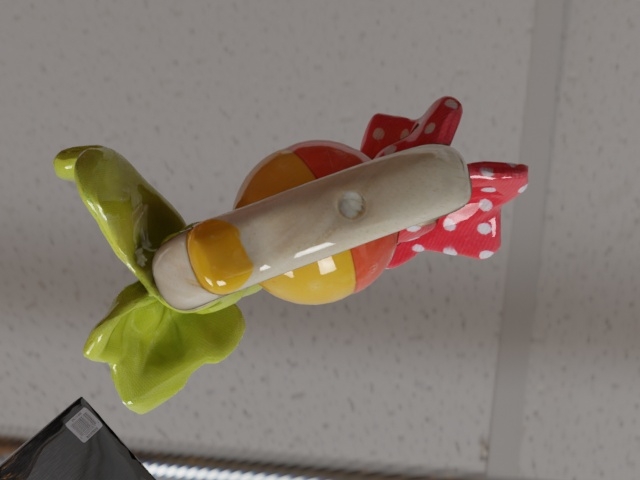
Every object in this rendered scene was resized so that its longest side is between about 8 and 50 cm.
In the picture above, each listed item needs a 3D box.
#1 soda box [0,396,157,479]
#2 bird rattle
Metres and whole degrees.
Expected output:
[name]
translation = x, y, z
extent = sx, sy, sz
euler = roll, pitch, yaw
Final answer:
[soda box]
translation = -0.106, 0.110, 0.508
extent = 0.060, 0.169, 0.053
euler = -40, -89, 21
[bird rattle]
translation = 0.000, 0.000, 0.844
extent = 0.254, 0.207, 0.143
euler = -11, -91, -14
